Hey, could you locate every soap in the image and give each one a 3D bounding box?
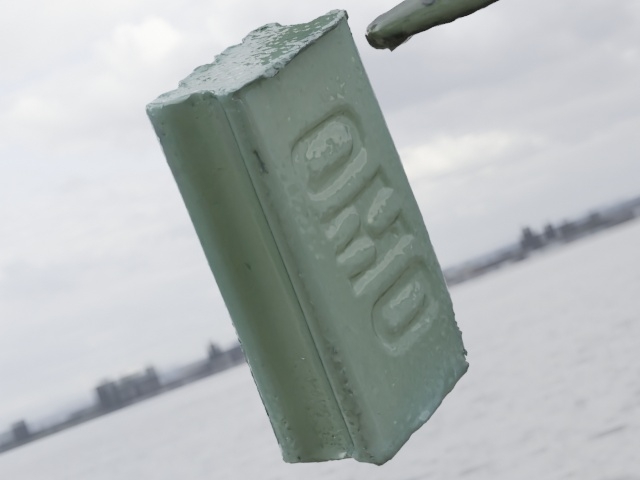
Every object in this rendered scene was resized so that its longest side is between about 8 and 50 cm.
[{"bbox_3d":[0.000,0.000,0.828,0.063,0.198,0.114,-7,23,35],"label":"soap"}]

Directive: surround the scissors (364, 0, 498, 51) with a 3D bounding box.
[{"bbox_3d":[0.157,-0.191,1.066,0.289,0.138,0.041,-27,-12,7],"label":"scissors"}]
